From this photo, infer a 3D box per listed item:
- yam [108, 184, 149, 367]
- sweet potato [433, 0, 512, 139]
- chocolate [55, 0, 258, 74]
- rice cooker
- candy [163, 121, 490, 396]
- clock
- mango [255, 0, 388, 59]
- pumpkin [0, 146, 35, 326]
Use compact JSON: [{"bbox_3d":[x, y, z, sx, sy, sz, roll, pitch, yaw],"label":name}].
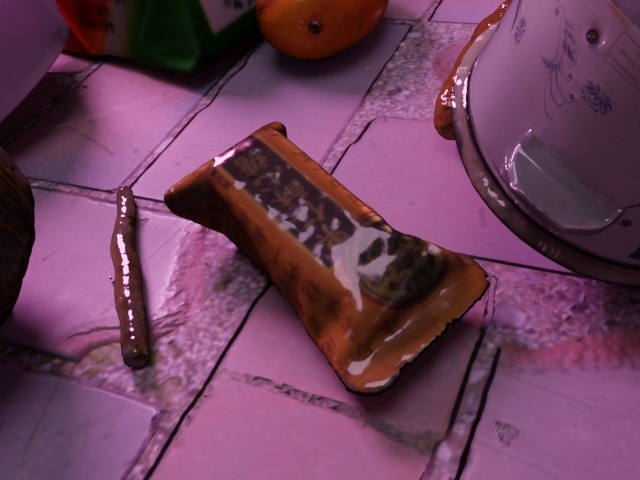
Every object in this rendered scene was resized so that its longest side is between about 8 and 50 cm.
[{"bbox_3d":[-0.173,0.022,0.646,0.027,0.029,0.234,6,35,-22],"label":"yam"},{"bbox_3d":[0.225,-0.219,0.772,0.355,0.095,0.106,-36,75,-26],"label":"sweet potato"},{"bbox_3d":[-0.193,-0.395,1.001,0.342,0.161,0.360,17,49,32],"label":"chocolate"},{"bbox_3d":[0.244,-0.116,0.513,0.264,0.316,0.316,39,57,8],"label":"rice cooker"},{"bbox_3d":[0.000,0.000,0.580,0.143,0.101,0.271,-37,53,-17],"label":"candy"},{"bbox_3d":[-0.461,-0.215,0.858,0.339,0.102,0.338,-16,49,20],"label":"clock"},{"bbox_3d":[0.010,-0.299,0.889,0.145,0.112,0.219,12,43,27],"label":"mango"},{"bbox_3d":[-0.332,0.020,0.576,0.261,0.189,0.260,-14,56,22],"label":"pumpkin"}]
